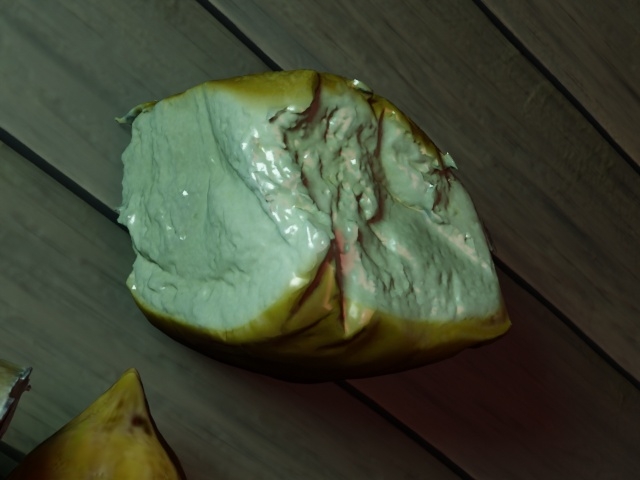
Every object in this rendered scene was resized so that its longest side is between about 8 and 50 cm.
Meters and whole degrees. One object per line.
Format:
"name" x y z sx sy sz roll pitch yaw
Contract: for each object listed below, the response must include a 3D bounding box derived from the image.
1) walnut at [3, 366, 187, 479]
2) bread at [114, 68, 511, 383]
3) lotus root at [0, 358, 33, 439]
"walnut" -0.168 0.256 0.912 0.209 0.209 0.336 19 80 -35
"bread" 0.000 0.000 1.000 0.279 0.250 0.225 10 82 -38
"lotus root" -0.310 0.166 0.788 0.192 0.272 0.272 26 73 1
